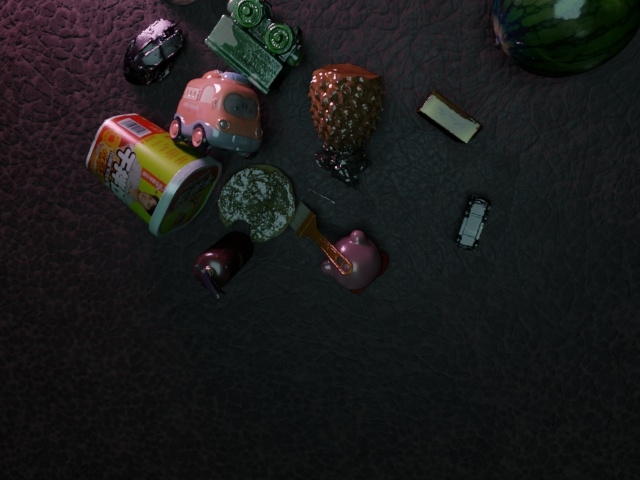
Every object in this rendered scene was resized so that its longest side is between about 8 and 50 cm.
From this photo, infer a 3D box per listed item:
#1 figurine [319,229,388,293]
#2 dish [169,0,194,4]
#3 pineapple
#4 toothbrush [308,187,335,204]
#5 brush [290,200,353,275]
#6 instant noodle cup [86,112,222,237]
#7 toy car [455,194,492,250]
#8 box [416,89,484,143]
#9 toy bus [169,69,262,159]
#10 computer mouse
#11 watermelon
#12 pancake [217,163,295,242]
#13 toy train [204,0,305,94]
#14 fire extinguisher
[{"bbox_3d":[0.100,0.066,1.676,0.173,0.173,0.174,2,104,8],"label":"figurine"},{"bbox_3d":[-0.425,-0.811,1.568,0.255,0.117,0.257,2,103,7],"label":"dish"},{"bbox_3d":[0.065,-0.308,1.585,0.222,0.223,0.358,7,118,6],"label":"pineapple"},{"bbox_3d":[0.004,-0.138,1.724,0.096,0.006,0.008,29,109,1],"label":"toothbrush"},{"bbox_3d":[0.000,0.000,1.655,0.090,0.017,0.314,-55,53,16],"label":"brush"},{"bbox_3d":[-0.504,-0.210,1.658,0.307,0.294,0.294,37,106,6],"label":"instant noodle cup"},{"bbox_3d":[0.452,-0.053,1.651,0.071,0.062,0.165,16,105,5],"label":"toy car"},{"bbox_3d":[0.344,-0.332,1.509,0.159,0.240,0.071,38,103,-2],"label":"box"},{"bbox_3d":[-0.285,-0.364,1.585,0.287,0.194,0.232,22,101,46],"label":"toy bus"},{"bbox_3d":[-0.509,-0.560,1.662,0.241,0.077,0.146,-40,97,15],"label":"computer mouse"},{"bbox_3d":[0.606,-0.572,1.368,0.362,0.363,0.364,2,104,8],"label":"watermelon"},{"bbox_3d":[-0.194,-0.119,1.728,0.253,0.037,0.254,1,95,7],"label":"pancake"},{"bbox_3d":[-0.174,-0.563,1.579,0.266,0.145,0.202,40,109,-2],"label":"toy train"},{"bbox_3d":[-0.287,0.071,1.644,0.114,0.337,0.135,-39,95,15],"label":"fire extinguisher"}]
